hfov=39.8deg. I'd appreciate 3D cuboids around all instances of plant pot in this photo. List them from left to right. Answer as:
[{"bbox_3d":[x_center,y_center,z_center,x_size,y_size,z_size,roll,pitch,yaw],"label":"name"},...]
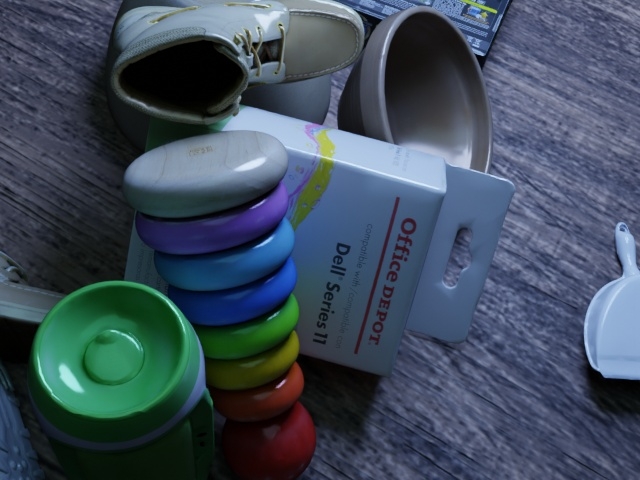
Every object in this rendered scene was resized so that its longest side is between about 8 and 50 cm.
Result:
[{"bbox_3d":[-0.119,-0.245,1.044,0.284,0.191,0.284,3,58,-4],"label":"plant pot"},{"bbox_3d":[0.095,-0.140,1.017,0.109,0.237,0.237,-6,48,38],"label":"plant pot"}]

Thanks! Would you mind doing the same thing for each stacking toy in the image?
[{"bbox_3d":[-0.071,0.075,0.796,0.141,0.330,0.141,-9,23,4],"label":"stacking toy"}]

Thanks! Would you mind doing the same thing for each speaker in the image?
[{"bbox_3d":[-0.155,0.151,0.726,0.131,0.296,0.131,3,58,-4],"label":"speaker"}]

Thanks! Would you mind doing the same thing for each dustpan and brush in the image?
[{"bbox_3d":[0.358,0.064,0.987,0.147,0.060,0.211,5,64,-5],"label":"dustpan and brush"}]

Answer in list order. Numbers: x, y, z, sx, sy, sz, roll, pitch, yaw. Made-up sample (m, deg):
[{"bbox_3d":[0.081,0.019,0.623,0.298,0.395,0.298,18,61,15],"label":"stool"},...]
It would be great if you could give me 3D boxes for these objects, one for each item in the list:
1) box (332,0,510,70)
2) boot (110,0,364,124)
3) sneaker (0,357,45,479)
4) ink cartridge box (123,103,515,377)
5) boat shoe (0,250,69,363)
[{"bbox_3d":[0.120,-0.341,1.202,0.270,0.060,0.216,21,55,7],"label":"box"},{"bbox_3d":[-0.069,-0.177,0.848,0.261,0.095,0.203,-1,23,-10],"label":"boot"},{"bbox_3d":[-0.318,0.210,0.809,0.094,0.090,0.235,-26,62,-1],"label":"sneaker"},{"bbox_3d":[0.000,0.000,0.881,0.353,0.207,0.119,14,21,3],"label":"ink cartridge box"},{"bbox_3d":[-0.343,0.051,0.885,0.302,0.109,0.098,8,58,6],"label":"boat shoe"}]
